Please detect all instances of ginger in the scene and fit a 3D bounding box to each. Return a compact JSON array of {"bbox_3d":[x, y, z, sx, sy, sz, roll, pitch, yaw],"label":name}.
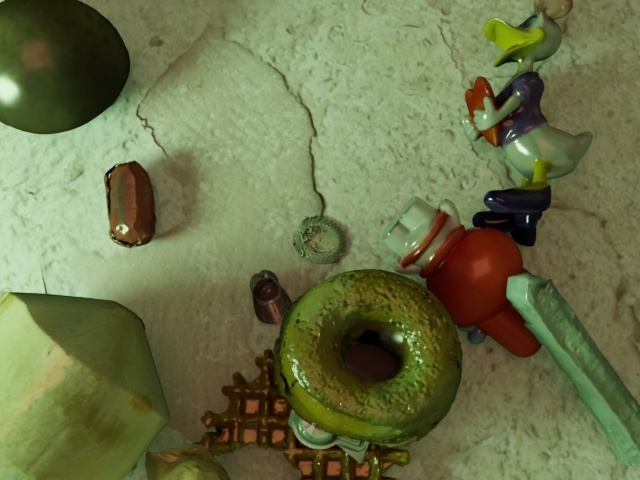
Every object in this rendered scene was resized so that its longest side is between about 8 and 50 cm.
[{"bbox_3d":[-0.169,0.384,1.322,0.115,0.193,0.123,-16,32,-13],"label":"ginger"}]

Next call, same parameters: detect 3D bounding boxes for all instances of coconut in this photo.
[{"bbox_3d":[-0.366,0.208,1.319,0.322,0.323,0.323,0,77,1],"label":"coconut"}]

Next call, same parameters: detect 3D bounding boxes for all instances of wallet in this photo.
[{"bbox_3d":[0.080,0.152,1.419,0.118,0.039,0.153,34,55,13],"label":"wallet"}]

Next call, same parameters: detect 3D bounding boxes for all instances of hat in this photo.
[{"bbox_3d":[-0.080,0.084,1.467,0.058,0.042,0.087,-26,111,3],"label":"hat"}]

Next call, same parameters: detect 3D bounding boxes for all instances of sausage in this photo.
[{"bbox_3d":[-0.295,-0.054,1.484,0.076,0.076,0.141,-10,75,-1],"label":"sausage"}]

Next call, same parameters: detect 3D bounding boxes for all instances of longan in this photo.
[{"bbox_3d":[-0.418,-0.271,1.472,0.246,0.215,0.246,17,41,-15],"label":"longan"}]

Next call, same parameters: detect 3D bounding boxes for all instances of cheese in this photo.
[{"bbox_3d":[0.013,0.268,1.359,0.120,0.026,0.067,20,75,6],"label":"cheese"}]

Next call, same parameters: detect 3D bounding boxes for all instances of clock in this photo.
[{"bbox_3d":[0.000,0.000,1.495,0.083,0.010,0.074,24,78,6],"label":"clock"}]

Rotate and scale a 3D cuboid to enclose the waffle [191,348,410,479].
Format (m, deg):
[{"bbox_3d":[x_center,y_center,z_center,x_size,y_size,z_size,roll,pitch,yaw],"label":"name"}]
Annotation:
[{"bbox_3d":[-0.016,0.289,1.402,0.293,0.069,0.260,41,77,11],"label":"waffle"}]

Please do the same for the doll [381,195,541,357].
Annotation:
[{"bbox_3d":[0.227,0.055,1.414,0.290,0.130,0.161,38,102,-5],"label":"doll"}]

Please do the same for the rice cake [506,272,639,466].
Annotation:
[{"bbox_3d":[0.377,0.180,1.362,0.063,0.066,0.336,-39,100,-16],"label":"rice cake"}]

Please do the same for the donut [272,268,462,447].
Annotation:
[{"bbox_3d":[0.069,0.155,1.321,0.272,0.107,0.272,0,73,0],"label":"donut"}]

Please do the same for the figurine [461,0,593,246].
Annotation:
[{"bbox_3d":[0.321,-0.206,1.465,0.193,0.154,0.421,-1,78,-4],"label":"figurine"}]
